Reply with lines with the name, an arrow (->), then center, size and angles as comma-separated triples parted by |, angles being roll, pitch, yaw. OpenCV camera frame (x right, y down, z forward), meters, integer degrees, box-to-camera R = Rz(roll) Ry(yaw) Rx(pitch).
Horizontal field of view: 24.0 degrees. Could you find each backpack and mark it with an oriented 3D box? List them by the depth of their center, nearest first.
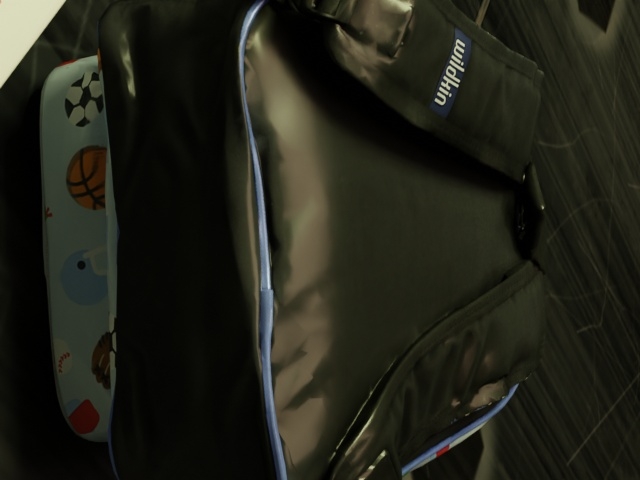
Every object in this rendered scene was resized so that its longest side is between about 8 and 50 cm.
backpack -> 0.000, 0.000, 0.743 | 0.263, 0.213, 0.276 | -6, 98, -51

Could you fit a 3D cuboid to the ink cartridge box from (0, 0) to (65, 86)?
ink cartridge box -> -0.203, -0.139, 0.455 | 0.232, 0.168, 0.171 | 62, 40, -35
